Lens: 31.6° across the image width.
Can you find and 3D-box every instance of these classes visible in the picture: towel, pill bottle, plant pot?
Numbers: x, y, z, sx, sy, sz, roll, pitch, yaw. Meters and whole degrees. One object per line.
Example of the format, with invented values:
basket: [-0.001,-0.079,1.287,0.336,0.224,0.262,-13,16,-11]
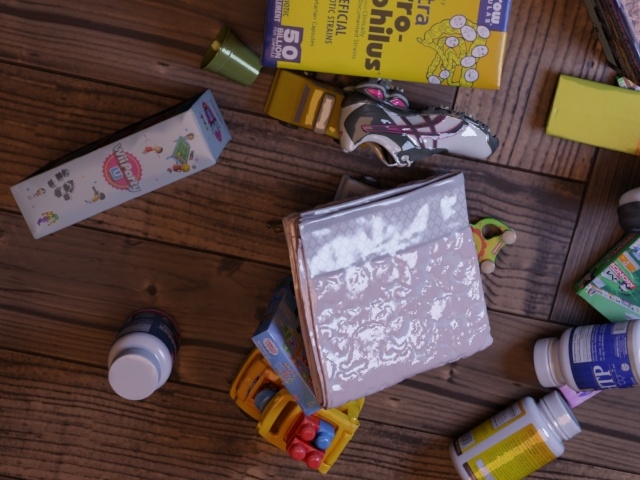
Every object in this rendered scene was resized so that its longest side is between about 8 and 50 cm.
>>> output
towel: [0.116,0.074,1.799,0.332,0.053,0.317,-17,104,-26]
towel: [0.486,-0.194,1.815,0.237,0.021,0.102,13,104,0]
pill bottle: [0.459,0.196,1.891,0.187,0.112,0.112,-11,108,31]
pill bottle: [-0.297,0.193,1.889,0.108,0.180,0.108,0,108,1]
plant pot: [-0.136,-0.286,1.799,0.079,0.083,0.083,32,105,-22]
pill bottle: [0.338,0.350,1.959,0.215,0.117,0.117,-34,104,11]

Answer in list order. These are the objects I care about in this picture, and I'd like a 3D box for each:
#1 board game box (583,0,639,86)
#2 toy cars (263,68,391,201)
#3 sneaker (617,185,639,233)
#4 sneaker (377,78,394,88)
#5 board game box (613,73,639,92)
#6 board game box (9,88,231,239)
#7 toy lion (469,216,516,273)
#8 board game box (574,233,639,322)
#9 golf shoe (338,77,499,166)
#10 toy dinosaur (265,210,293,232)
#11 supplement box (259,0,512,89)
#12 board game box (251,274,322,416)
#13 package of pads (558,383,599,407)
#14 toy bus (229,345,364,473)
board game box: [0.477,-0.361,1.648,0.141,0.291,0.232,-25,106,8]
toy cars: [0.059,-0.123,1.834,0.176,0.087,0.393,-29,104,10]
sneaker: [0.647,-0.175,1.765,0.447,0.169,0.257,-17,82,-3]
sneaker: [0.092,-0.250,1.798,0.037,0.083,0.032,-15,85,16]
board game box: [0.592,-0.181,1.838,0.136,0.030,0.259,-28,105,7]
board game box: [-0.303,-0.122,1.771,0.303,0.224,0.097,-22,103,7]
toy lion: [0.265,0.002,1.901,0.096,0.034,0.100,34,105,-1]
board game box: [0.618,0.108,1.904,0.317,0.046,0.213,40,112,-11]
golf shoe: [0.150,-0.162,1.783,0.273,0.105,0.120,17,82,-18]
toy dinosaur: [0.000,0.000,1.883,0.183,0.053,0.092,33,147,3]
supplement box: [0.097,-0.352,1.707,0.357,0.195,0.194,5,107,-1]
board game box: [-0.034,0.168,1.859,0.039,0.211,0.160,-28,105,21]
package of pads: [0.457,0.249,1.971,0.083,0.032,0.050,-33,105,10]
toy bus: [-0.044,0.292,1.901,0.220,0.211,0.149,31,107,-7]
